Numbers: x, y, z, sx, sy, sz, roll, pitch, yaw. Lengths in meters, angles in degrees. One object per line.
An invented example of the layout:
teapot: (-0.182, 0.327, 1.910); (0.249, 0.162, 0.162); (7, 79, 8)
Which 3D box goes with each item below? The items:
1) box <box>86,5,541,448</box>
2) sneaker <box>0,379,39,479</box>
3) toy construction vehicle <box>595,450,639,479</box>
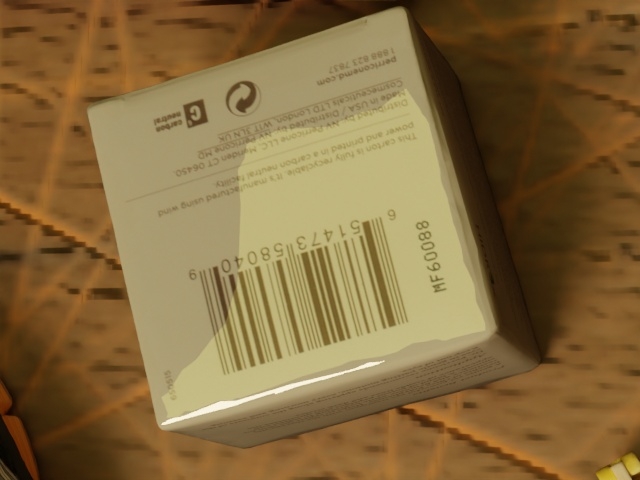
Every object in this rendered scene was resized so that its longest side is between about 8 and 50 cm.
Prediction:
box: (0.000, 0.000, 0.587); (0.101, 0.087, 0.102); (-17, 76, 12)
sneaker: (-0.102, 0.119, 0.597); (0.084, 0.083, 0.215); (-38, 74, 4)
toy construction vehicle: (0.135, 0.090, 0.562); (0.086, 0.035, 0.098); (-30, 74, 8)
